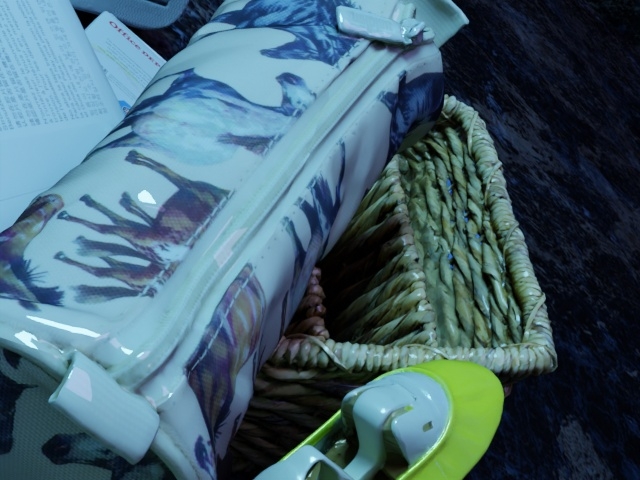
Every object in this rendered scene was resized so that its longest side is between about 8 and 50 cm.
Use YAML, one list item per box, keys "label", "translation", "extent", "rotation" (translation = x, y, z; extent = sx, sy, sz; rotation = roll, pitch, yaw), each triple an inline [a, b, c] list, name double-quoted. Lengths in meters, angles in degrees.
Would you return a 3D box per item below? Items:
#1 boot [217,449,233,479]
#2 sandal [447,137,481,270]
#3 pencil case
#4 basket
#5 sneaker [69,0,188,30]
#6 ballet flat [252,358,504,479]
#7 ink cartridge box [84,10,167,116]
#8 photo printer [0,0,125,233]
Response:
- label: "boot"
  translation: [-0.153, 0.193, 0.506]
  extent: [0.115, 0.112, 0.305]
  rotation: [20, 33, 10]
- label: "sandal"
  translation: [0.112, -0.062, 1.105]
  extent: [0.317, 0.138, 0.126]
  rotation: [44, 27, -13]
- label: "pencil case"
  translation: [-0.057, -0.016, 0.575]
  extent: [0.160, 0.183, 0.410]
  rotation: [41, 41, -8]
- label: "basket"
  translation: [0.000, 0.000, 0.786]
  extent: [0.213, 0.223, 0.299]
  rotation: [31, 35, -30]
- label: "sneaker"
  translation: [-0.233, -0.249, 0.916]
  extent: [0.258, 0.094, 0.091]
  rotation: [17, 21, -48]
- label: "ballet flat"
  translation: [0.016, 0.125, 0.584]
  extent: [0.077, 0.231, 0.077]
  rotation: [33, -31, 40]
- label: "ink cartridge box"
  translation: [-0.173, -0.121, 0.864]
  extent: [0.088, 0.052, 0.122]
  rotation: [42, 31, -15]
- label: "photo printer"
  translation: [-0.236, -0.092, 0.598]
  extent: [0.256, 0.107, 0.307]
  rotation: [64, 17, -4]
